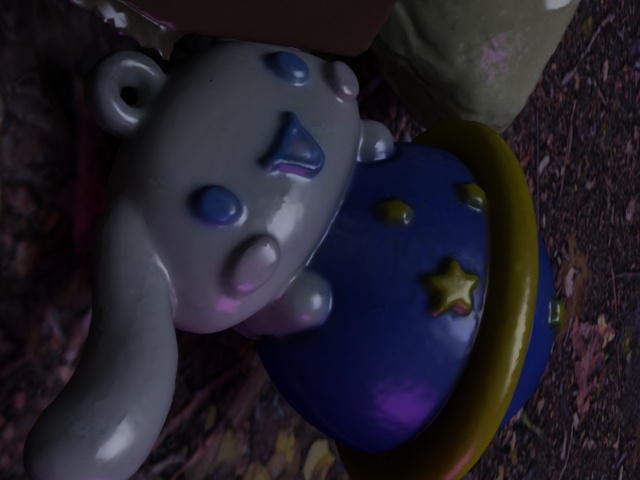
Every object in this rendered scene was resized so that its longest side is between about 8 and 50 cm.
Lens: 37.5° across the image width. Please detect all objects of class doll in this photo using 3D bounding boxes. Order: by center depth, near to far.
[{"bbox_3d":[0.001,-0.022,0.465,0.242,0.159,0.311,10,73,-15],"label":"doll"}]

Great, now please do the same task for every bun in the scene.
[{"bbox_3d":[0.089,-0.178,0.564,0.229,0.145,0.229,-155,-90,-87],"label":"bun"}]

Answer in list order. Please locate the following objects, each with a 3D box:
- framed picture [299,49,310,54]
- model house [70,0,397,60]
[{"bbox_3d":[-0.033,-0.236,0.492,0.197,0.014,0.252,36,66,-51],"label":"framed picture"},{"bbox_3d":[-0.096,-0.158,0.311,0.248,0.176,0.181,7,62,-16],"label":"model house"}]
